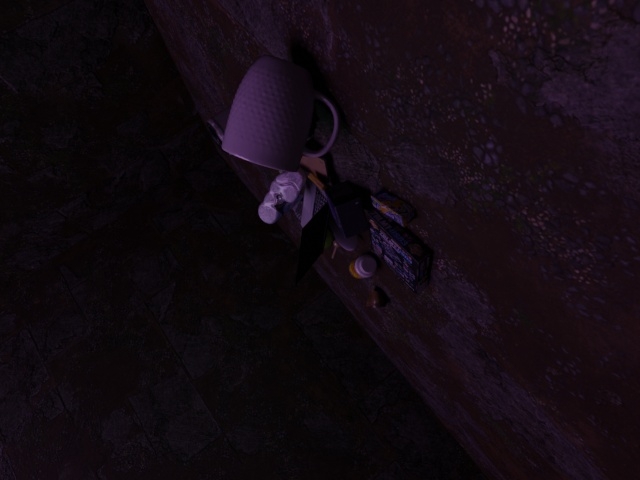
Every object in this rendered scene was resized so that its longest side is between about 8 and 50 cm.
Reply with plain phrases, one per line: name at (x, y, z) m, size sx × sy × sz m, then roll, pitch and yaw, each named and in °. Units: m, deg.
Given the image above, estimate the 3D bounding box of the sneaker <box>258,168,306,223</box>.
sneaker at (-0.155, -0.244, 1.959) m, size 0.137 × 0.210 × 0.366 m, roll 43°, pitch 132°, yaw -2°

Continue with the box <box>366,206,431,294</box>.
box at (0.307, 0.041, 1.603) m, size 0.295 × 0.073 × 0.293 m, roll 48°, pitch 166°, yaw 31°

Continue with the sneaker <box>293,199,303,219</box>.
sneaker at (-0.121, -0.216, 2.567) m, size 0.281 × 0.105 × 0.115 m, roll 45°, pitch -160°, yaw 20°

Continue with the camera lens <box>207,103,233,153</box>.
camera lens at (-0.452, -0.613, 2.184) m, size 0.219 × 0.274 × 0.219 m, roll 50°, pitch 168°, yaw 15°

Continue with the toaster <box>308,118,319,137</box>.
toaster at (-0.112, -0.446, 1.619) m, size 0.110 × 0.185 × 0.168 m, roll 56°, pitch 176°, yaw 1°

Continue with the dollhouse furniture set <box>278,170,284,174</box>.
dollhouse furniture set at (-0.228, -0.380, 2.517) m, size 0.152 × 0.058 × 0.076 m, roll 53°, pitch 168°, yaw 3°

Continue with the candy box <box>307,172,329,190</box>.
candy box at (0.030, -0.230, 1.823) m, size 0.105 × 0.027 × 0.206 m, roll 44°, pitch -171°, yaw 32°

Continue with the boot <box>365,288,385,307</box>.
boot at (0.328, 0.345, 2.425) m, size 0.305 × 0.112 × 0.115 m, roll 99°, pitch 163°, yaw -80°

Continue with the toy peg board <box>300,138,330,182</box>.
toy peg board at (-0.015, -0.355, 1.758) m, size 0.160 × 0.079 × 0.161 m, roll 32°, pitch 162°, yaw 21°

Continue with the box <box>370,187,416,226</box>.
box at (0.250, -0.116, 1.398) m, size 0.169 × 0.059 × 0.054 m, roll 43°, pitch 163°, yaw 43°

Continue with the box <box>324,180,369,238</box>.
box at (0.105, -0.129, 1.649) m, size 0.207 × 0.108 × 0.153 m, roll -113°, pitch 3°, yaw -62°

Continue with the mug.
mug at (-0.115, -0.417, 1.373) m, size 0.374 × 0.328 × 0.276 m, roll 20°, pitch -164°, yaw 2°

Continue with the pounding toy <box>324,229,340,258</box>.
pounding toy at (0.000, 0.000, 2.423) m, size 0.237 × 0.110 × 0.183 m, roll 44°, pitch 136°, yaw 15°

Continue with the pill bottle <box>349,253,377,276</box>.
pill bottle at (0.223, 0.135, 2.091) m, size 0.117 × 0.117 × 0.215 m, roll 53°, pitch 168°, yaw 2°

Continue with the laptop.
laptop at (-0.090, -0.071, 2.009) m, size 0.408 × 0.236 × 0.382 m, roll 56°, pitch 149°, yaw 37°

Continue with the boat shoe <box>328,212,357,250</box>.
boat shoe at (0.090, -0.061, 2.078) m, size 0.301 × 0.108 × 0.102 m, roll 52°, pitch 169°, yaw 23°
